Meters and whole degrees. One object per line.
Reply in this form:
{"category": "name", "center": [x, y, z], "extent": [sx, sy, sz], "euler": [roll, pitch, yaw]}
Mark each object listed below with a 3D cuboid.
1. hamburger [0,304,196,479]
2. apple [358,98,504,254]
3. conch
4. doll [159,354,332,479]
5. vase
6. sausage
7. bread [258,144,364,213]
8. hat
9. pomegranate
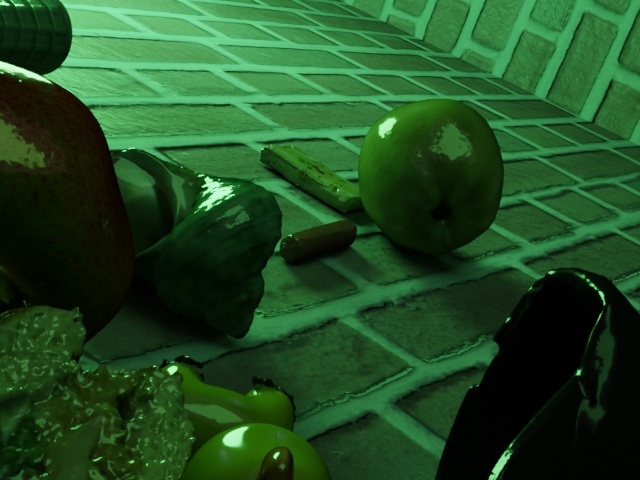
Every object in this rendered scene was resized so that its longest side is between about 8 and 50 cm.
{"category": "hamburger", "center": [-0.174, 0.148, 0.476], "extent": [0.144, 0.156, 0.283], "euler": [39, 26, -6]}
{"category": "apple", "center": [0.137, -0.077, 1.300], "extent": [0.200, 0.200, 0.200], "euler": [18, 21, -7]}
{"category": "conch", "center": [-0.122, 0.000, 0.944], "extent": [0.176, 0.122, 0.188], "euler": [-23, 42, -33]}
{"category": "doll", "center": [-0.052, 0.152, 0.617], "extent": [0.135, 0.143, 0.221], "euler": [18, 14, -13]}
{"category": "vase", "center": [-0.426, -0.251, 1.256], "extent": [0.143, 0.143, 0.299], "euler": [28, 19, 18]}
{"category": "sausage", "center": [0.000, -0.001, 1.181], "extent": [0.035, 0.030, 0.147], "euler": [29, 22, 21]}
{"category": "bread", "center": [-0.005, -0.082, 1.385], "extent": [0.154, 0.028, 0.068], "euler": [35, 23, 28]}
{"category": "hat", "center": [0.171, 0.186, 0.646], "extent": [0.209, 0.238, 0.336], "euler": [31, 37, 3]}
{"category": "pomegranate", "center": [-0.232, -0.001, 0.702], "extent": [0.221, 0.221, 0.256], "euler": [13, 24, -20]}
